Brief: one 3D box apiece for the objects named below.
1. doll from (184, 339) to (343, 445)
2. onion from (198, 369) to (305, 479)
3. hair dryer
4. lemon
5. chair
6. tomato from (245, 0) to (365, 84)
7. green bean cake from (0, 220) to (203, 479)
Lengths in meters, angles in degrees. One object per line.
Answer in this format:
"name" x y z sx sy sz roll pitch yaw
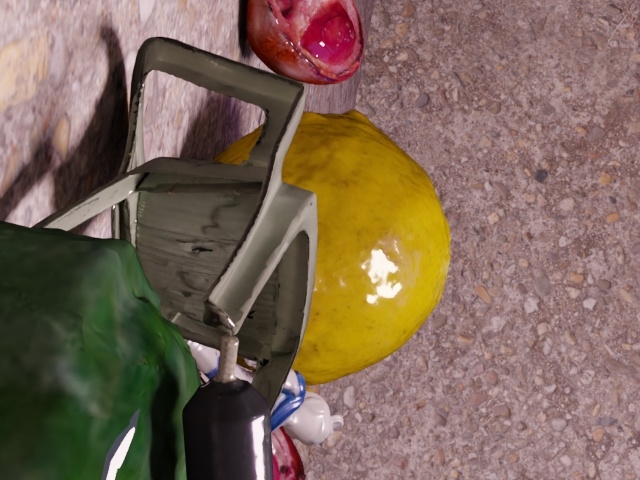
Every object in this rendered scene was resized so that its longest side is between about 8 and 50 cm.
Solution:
"doll" -0.067 0.141 0.922 0.114 0.227 0.057 -44 -140 20
"onion" -0.117 0.209 1.005 0.173 0.198 0.135 4 136 -47
"hair dryer" -0.030 0.142 0.369 0.124 0.072 0.219 -51 141 -78
"lemon" 0.000 0.003 1.036 0.316 0.285 0.285 -8 111 -49
"chair" -0.095 0.005 0.654 0.274 0.191 0.203 -61 163 -51
"tomato" -0.037 -0.256 1.170 0.189 0.099 0.173 57 39 -16
"green bean cake" -0.140 0.175 0.424 0.300 0.169 0.307 89 10 -62
